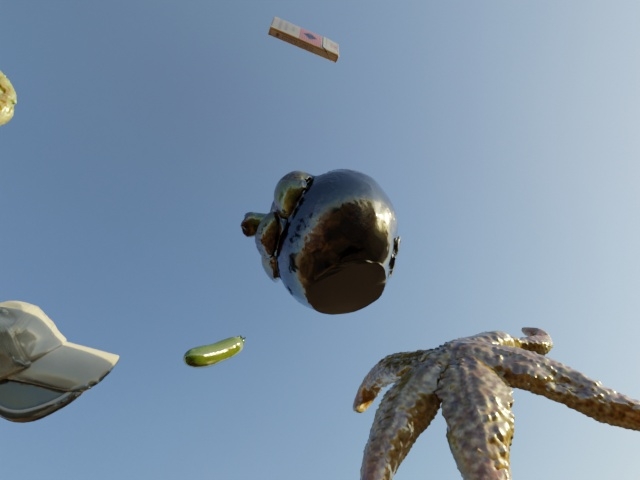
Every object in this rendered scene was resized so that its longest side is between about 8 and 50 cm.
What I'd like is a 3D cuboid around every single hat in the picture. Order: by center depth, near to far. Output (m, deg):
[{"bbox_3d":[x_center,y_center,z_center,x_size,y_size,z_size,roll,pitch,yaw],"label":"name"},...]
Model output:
[{"bbox_3d":[-0.485,0.189,0.723,0.274,0.232,0.161,14,-92,-18],"label":"hat"}]

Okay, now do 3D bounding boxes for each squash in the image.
[{"bbox_3d":[-0.317,0.342,1.317,0.069,0.069,0.258,-58,-25,16],"label":"squash"}]

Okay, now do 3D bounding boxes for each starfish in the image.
[{"bbox_3d":[0.149,0.153,0.454,0.374,0.327,0.095,-13,-90,-34],"label":"starfish"}]

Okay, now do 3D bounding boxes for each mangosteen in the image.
[{"bbox_3d":[0.003,0.003,0.792,0.287,0.233,0.288,-10,-30,-6],"label":"mangosteen"}]

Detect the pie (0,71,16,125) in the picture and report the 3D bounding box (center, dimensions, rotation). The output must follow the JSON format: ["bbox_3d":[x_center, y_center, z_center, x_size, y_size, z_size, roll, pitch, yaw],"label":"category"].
[{"bbox_3d":[-0.601,-0.262,0.640,0.089,0.201,0.248,-21,-69,29],"label":"pie"}]

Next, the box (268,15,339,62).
[{"bbox_3d":[-0.018,-0.235,0.507,0.083,0.046,0.012,17,-52,-13],"label":"box"}]
